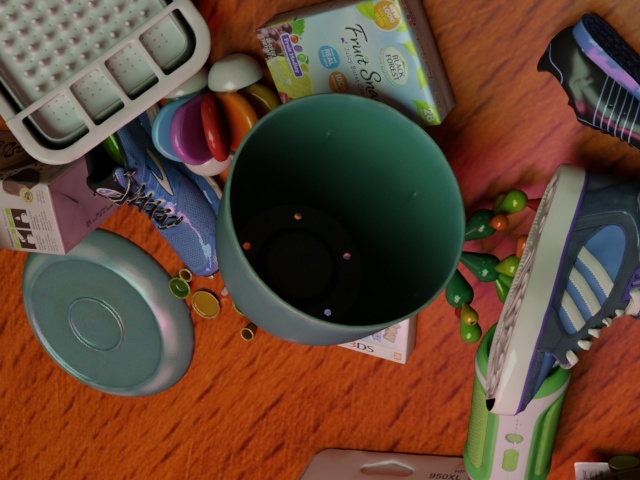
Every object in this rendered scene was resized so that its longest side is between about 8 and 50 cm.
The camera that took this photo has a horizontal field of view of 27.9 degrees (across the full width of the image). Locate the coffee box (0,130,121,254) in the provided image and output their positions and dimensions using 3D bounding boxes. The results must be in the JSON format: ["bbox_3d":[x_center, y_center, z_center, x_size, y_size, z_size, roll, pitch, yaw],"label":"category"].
[{"bbox_3d":[-0.466,-0.077,1.899,0.297,0.168,0.119,4,120,24],"label":"coffee box"}]

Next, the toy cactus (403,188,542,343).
[{"bbox_3d":[0.199,0.018,1.665,0.180,0.112,0.219,24,122,17],"label":"toy cactus"}]

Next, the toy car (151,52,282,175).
[{"bbox_3d":[-0.146,-0.153,1.710,0.182,0.136,0.159,-3,117,28],"label":"toy car"}]

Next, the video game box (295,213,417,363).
[{"bbox_3d":[0.046,0.060,1.801,0.187,0.048,0.205,13,123,17],"label":"video game box"}]

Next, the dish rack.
[{"bbox_3d":[-0.334,-0.295,1.678,0.285,0.072,0.333,-36,92,0],"label":"dish rack"}]

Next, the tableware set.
[{"bbox_3d":[-0.154,0.091,1.932,0.154,0.024,0.104,39,126,0],"label":"tableware set"}]

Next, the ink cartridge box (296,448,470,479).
[{"bbox_3d":[0.128,0.531,1.967,0.285,0.166,0.395,-2,117,27],"label":"ink cartridge box"}]

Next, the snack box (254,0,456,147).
[{"bbox_3d":[0.044,-0.218,1.618,0.207,0.070,0.174,-10,114,30],"label":"snack box"}]

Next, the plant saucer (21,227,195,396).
[{"bbox_3d":[-0.348,0.126,2.043,0.317,0.044,0.318,12,123,19],"label":"plant saucer"}]

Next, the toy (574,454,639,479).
[{"bbox_3d":[0.437,0.408,1.803,0.137,0.056,0.237,-3,110,19],"label":"toy"}]

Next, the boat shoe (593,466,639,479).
[{"bbox_3d":[0.441,0.355,1.692,0.302,0.113,0.103,-24,100,15],"label":"boat shoe"}]

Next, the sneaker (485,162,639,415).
[{"bbox_3d":[0.347,0.082,1.522,0.236,0.323,0.130,19,171,-1],"label":"sneaker"}]

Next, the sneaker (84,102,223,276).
[{"bbox_3d":[-0.253,-0.077,1.799,0.130,0.147,0.330,-27,103,43],"label":"sneaker"}]

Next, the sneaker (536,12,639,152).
[{"bbox_3d":[0.353,-0.154,1.500,0.232,0.081,0.090,50,131,1],"label":"sneaker"}]

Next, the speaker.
[{"bbox_3d":[0.257,0.228,1.702,0.131,0.131,0.296,18,143,16],"label":"speaker"}]

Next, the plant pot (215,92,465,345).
[{"bbox_3d":[0.000,0.000,1.593,0.293,0.293,0.235,40,154,0],"label":"plant pot"}]
